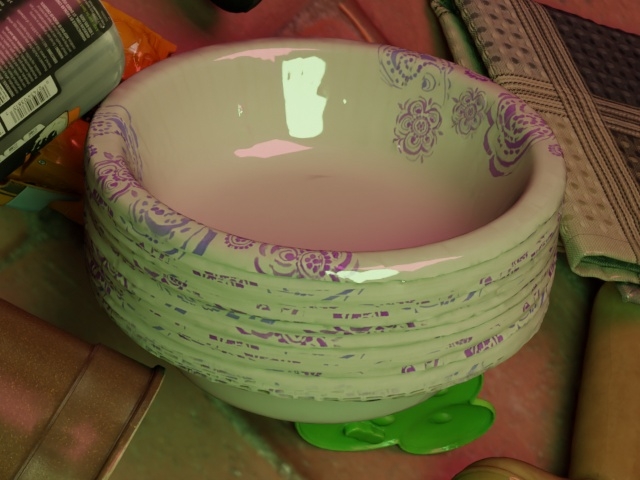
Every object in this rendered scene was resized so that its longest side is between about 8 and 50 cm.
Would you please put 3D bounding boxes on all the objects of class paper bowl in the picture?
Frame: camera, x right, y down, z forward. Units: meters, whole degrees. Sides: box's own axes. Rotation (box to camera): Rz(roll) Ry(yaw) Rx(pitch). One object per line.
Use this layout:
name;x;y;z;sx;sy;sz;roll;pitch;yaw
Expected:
paper bowl;0.000;0.000;1.180;0.284;0.148;0.284;2;32;-1

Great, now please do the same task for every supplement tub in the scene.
supplement tub;-0.215;-0.082;1.122;0.190;0.117;0.117;-41;92;-21

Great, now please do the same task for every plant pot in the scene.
plant pot;-0.200;0.099;1.110;0.165;0.167;0.167;33;49;-5

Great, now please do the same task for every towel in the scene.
towel;0.253;-0.060;1.552;0.312;0.056;0.324;13;40;-32

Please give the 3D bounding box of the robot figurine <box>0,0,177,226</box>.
robot figurine;-0.239;-0.124;1.251;0.291;0.085;0.211;27;52;-22

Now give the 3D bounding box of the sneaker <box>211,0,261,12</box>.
sneaker;-0.157;-0.259;1.398;0.124;0.107;0.283;-36;84;-28

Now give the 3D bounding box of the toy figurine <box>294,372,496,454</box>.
toy figurine;0.040;0.050;1.348;0.173;0.130;0.159;28;38;-49

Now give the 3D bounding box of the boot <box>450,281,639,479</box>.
boot;0.194;0.135;1.406;0.236;0.089;0.269;45;45;-32
